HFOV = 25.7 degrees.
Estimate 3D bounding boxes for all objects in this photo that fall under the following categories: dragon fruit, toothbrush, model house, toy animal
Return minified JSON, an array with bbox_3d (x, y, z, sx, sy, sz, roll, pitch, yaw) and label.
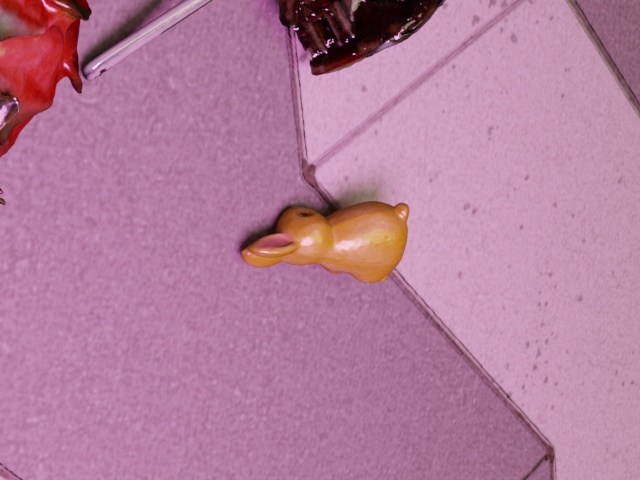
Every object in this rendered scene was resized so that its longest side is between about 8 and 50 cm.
[{"bbox_3d":[-0.267,-0.131,0.932,0.274,0.193,0.192,-42,124,1],"label":"dragon fruit"},{"bbox_3d":[-0.064,-0.211,1.151,0.304,0.030,0.030,-34,122,-13],"label":"toothbrush"},{"bbox_3d":[0.026,-0.248,1.229,0.165,0.106,0.152,-55,131,-24],"label":"model house"},{"bbox_3d":[0.001,-0.003,1.285,0.159,0.070,0.083,-1,140,-30],"label":"toy animal"}]
